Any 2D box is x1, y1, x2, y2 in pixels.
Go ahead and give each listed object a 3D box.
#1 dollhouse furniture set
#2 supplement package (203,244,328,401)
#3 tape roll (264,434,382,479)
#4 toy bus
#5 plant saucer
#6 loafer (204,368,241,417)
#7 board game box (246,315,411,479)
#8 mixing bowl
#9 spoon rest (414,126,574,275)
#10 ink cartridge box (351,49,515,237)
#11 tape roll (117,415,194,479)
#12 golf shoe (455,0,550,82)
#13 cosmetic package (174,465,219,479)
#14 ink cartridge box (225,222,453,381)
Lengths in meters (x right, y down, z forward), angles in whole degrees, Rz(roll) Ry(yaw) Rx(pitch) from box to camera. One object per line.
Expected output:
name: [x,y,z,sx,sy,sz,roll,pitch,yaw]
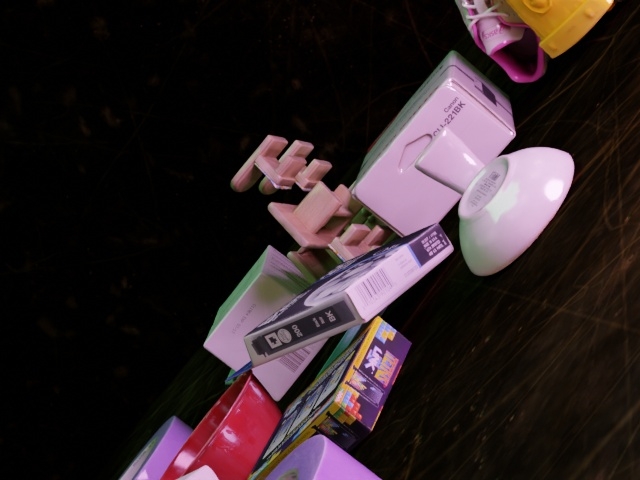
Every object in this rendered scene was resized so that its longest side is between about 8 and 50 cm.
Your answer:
dollhouse furniture set: [0.000,0.000,1.579,0.161,0.212,0.242,-49,-21,17]
supplement package: [-0.068,0.114,1.759,0.139,0.134,0.244,-52,5,8]
tape roll: [-0.024,0.231,0.811,0.189,0.080,0.189,-51,4,5]
toy bus: [0.294,-0.370,1.472,0.220,0.211,0.149,-53,3,-29]
plant saucer: [0.031,0.130,1.411,0.192,0.018,0.067,-54,5,-30]
loafer: [-0.127,0.262,1.784,0.170,0.062,0.061,-60,-32,-13]
board game box: [0.006,0.171,1.155,0.170,0.048,0.141,-48,4,36]
mixing bowl: [-0.091,0.238,1.277,0.181,0.098,0.181,-52,4,5]
spoon rest: [0.169,-0.044,1.151,0.137,0.084,0.276,-53,18,7]
ink cartridge box: [0.152,-0.129,1.590,0.197,0.114,0.273,-50,4,17]
tape roll: [-0.274,0.405,1.838,0.274,0.090,0.275,-51,6,7]
golf shoe: [0.217,-0.328,1.543,0.115,0.306,0.140,-23,41,36]
cosmetic package: [-0.145,0.282,0.958,0.085,0.117,0.231,-30,0,24]
ink cartridge box: [0.013,0.064,1.284,0.208,0.045,0.206,-27,4,37]
